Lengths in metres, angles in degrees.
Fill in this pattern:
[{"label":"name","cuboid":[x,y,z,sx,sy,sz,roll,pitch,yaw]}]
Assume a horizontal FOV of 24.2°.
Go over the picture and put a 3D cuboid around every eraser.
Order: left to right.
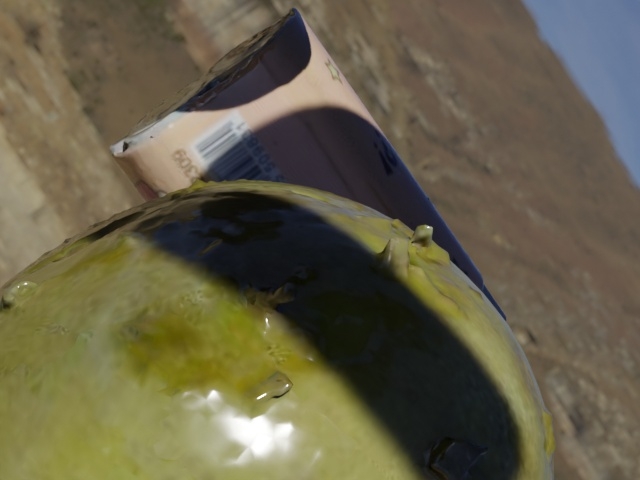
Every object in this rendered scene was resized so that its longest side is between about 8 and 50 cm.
[{"label":"eraser","cuboid":[0.000,0.000,1.082,0.290,0.171,0.087,54,-5,-16]}]

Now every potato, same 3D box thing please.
[{"label":"potato","cuboid":[-0.053,0.106,0.568,0.219,0.270,0.359,36,-5,-7]}]
